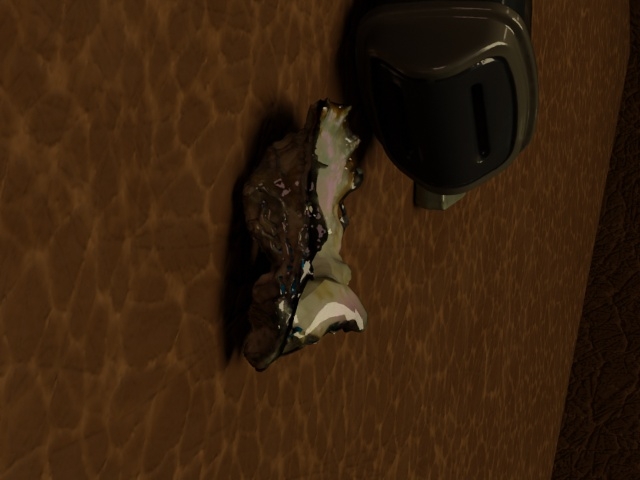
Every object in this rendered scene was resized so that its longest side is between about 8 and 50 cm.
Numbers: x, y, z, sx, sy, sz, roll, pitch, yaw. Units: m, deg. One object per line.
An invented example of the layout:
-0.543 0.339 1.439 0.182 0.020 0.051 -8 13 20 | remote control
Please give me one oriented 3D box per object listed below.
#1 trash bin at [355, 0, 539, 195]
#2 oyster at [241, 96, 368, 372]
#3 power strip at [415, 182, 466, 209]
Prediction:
0.139 -0.210 1.472 0.209 0.182 0.290 74 21 -47 | trash bin
-0.008 -0.001 1.207 0.198 0.092 0.260 69 22 -55 | oyster
0.152 -0.163 1.735 0.118 0.046 0.271 -35 128 -68 | power strip
